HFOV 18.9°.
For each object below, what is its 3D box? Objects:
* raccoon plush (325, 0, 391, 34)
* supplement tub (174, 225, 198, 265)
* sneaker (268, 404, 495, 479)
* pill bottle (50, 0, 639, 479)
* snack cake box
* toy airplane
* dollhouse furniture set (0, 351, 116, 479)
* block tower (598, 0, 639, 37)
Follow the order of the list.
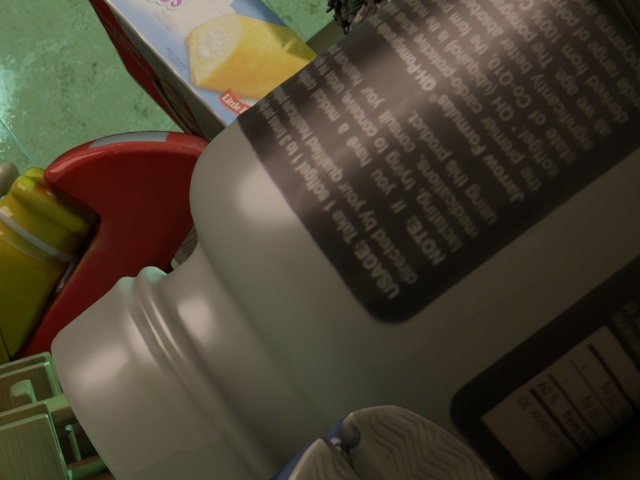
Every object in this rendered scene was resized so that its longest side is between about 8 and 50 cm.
[{"bbox_3d":[0.069,-0.219,1.366,0.216,0.299,0.446,-37,9,5],"label":"raccoon plush"},{"bbox_3d":[-0.089,-0.007,1.531,0.071,0.107,0.071,-37,9,7],"label":"supplement tub"},{"bbox_3d":[-0.071,0.180,0.530,0.182,0.127,0.315,-36,1,38],"label":"sneaker"},{"bbox_3d":[0.065,-0.008,0.707,0.318,0.176,0.176,-37,9,3],"label":"pill bottle"},{"bbox_3d":[-0.071,-0.125,1.469,0.089,0.264,0.152,-39,-33,-8],"label":"snack cake box"},{"bbox_3d":[-0.276,0.066,1.372,0.384,0.272,0.386,-45,11,-34],"label":"toy airplane"},{"bbox_3d":[-0.154,0.159,1.007,0.242,0.161,0.212,-17,7,-7],"label":"dollhouse furniture set"},{"bbox_3d":[0.138,-0.078,0.510,0.091,0.097,0.335,-38,40,1],"label":"block tower"}]
